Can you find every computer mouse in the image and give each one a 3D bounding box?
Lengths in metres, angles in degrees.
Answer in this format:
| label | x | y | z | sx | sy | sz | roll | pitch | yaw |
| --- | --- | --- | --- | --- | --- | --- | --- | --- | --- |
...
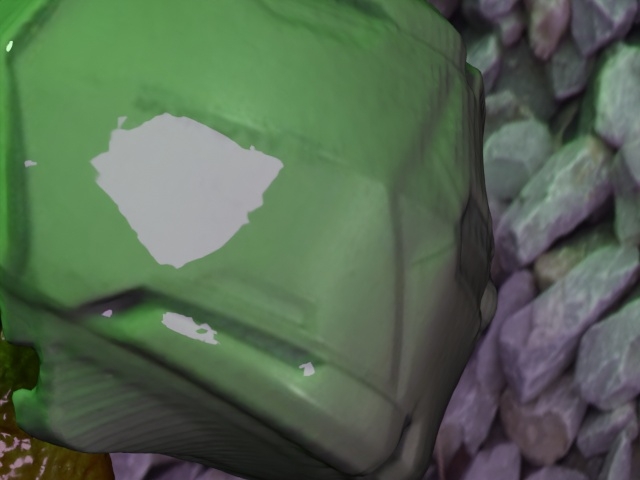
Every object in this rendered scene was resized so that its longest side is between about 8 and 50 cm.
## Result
| label | x | y | z | sx | sy | sz | roll | pitch | yaw |
| --- | --- | --- | --- | --- | --- | --- | --- | --- | --- |
| computer mouse | 0.004 | 0.001 | 0.733 | 0.429 | 0.145 | 0.228 | 34 | 64 | -62 |

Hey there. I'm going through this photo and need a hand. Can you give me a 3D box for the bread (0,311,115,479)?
| label | x | y | z | sx | sy | sz | roll | pitch | yaw |
| --- | --- | --- | --- | --- | --- | --- | --- | --- | --- |
| bread | -0.150 | 0.064 | 0.718 | 0.124 | 0.084 | 0.344 | -15 | 115 | -27 |
